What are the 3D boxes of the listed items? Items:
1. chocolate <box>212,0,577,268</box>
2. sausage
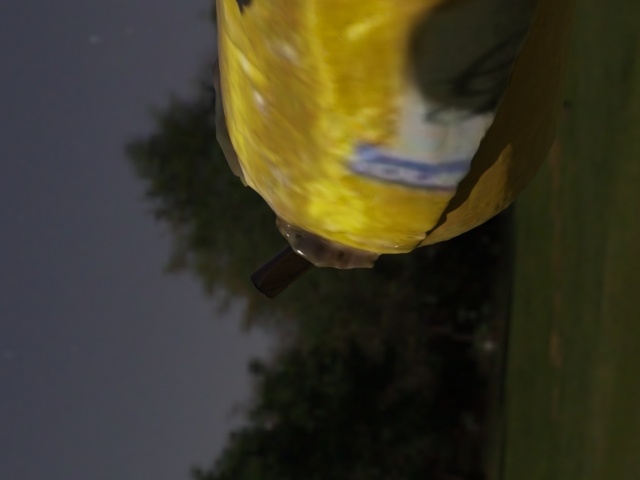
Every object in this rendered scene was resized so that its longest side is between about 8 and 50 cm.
[{"bbox_3d":[0.019,-0.135,0.671,0.445,0.162,0.162,84,-168,-69],"label":"chocolate"},{"bbox_3d":[0.000,0.000,1.398,0.026,0.116,0.026,51,-175,-7],"label":"sausage"}]
